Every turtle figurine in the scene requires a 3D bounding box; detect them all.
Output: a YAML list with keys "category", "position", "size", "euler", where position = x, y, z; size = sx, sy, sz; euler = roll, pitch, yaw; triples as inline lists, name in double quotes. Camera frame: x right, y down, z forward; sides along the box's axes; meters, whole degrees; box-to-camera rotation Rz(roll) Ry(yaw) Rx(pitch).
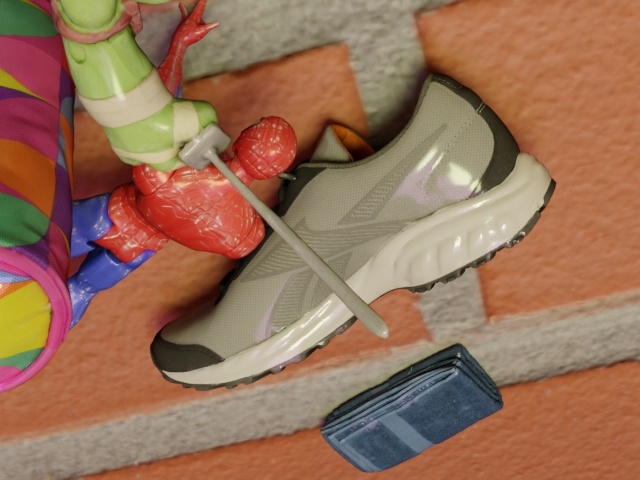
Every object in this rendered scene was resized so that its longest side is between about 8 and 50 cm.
- category: "turtle figurine"
  position: [-0.009, -0.122, 0.440]
  size: [0.275, 0.266, 0.197]
  euler: [11, 126, -10]

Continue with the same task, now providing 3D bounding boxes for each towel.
- category: "towel"
  position: [0.065, 0.124, 0.778]
  size: [0.119, 0.029, 0.067]
  euler: [-32, 123, 20]

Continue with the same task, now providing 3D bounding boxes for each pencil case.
- category: "pencil case"
  position: [-0.168, -0.036, 0.527]
  size: [0.105, 0.236, 0.104]
  euler: [-7, 130, -8]

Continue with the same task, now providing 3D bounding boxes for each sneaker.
- category: "sneaker"
  position: [0.000, 0.000, 0.653]
  size: [0.272, 0.100, 0.108]
  euler: [-33, 98, 24]

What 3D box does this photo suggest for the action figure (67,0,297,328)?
- category: "action figure"
  position: [-0.108, -0.032, 0.627]
  size: [0.280, 0.139, 0.091]
  euler: [-21, 132, 40]
